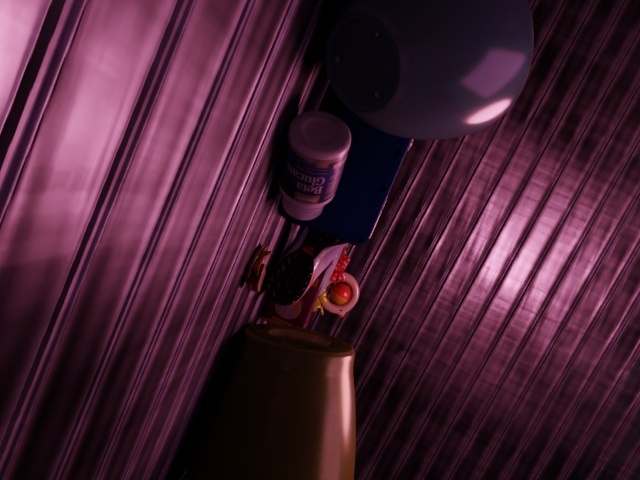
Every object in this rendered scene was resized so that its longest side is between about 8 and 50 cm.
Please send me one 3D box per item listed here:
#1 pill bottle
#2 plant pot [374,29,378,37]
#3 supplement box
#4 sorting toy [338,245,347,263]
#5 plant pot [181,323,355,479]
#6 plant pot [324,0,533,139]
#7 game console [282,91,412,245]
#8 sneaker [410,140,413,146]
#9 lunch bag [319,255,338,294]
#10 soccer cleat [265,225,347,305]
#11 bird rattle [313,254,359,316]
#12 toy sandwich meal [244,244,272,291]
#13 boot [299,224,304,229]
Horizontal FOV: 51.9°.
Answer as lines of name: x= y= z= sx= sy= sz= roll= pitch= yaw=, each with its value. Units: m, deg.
pill bottle: x=-0.014 y=-0.109 z=1.017 sx=0.169 sy=0.094 sz=0.094 roll=106 pitch=9 yaw=-52
plant pot: x=0.123 y=-0.462 z=1.125 sx=0.236 sy=0.032 sz=0.236 roll=19 pitch=90 yaw=-89
supplement box: x=-0.055 y=0.113 z=1.538 sx=0.081 sy=0.104 sz=0.188 roll=-52 pitch=164 yaw=-71
sorting toy: x=0.078 y=-0.046 z=2.296 sx=0.255 sy=0.089 sz=0.257 roll=95 pitch=19 yaw=-75
plant pot: x=-0.078 y=0.368 z=1.364 sx=0.366 sy=0.367 sz=0.352 roll=-13 pitch=114 yaw=-84
plant pot: x=0.120 y=-0.268 z=0.930 sx=0.195 sy=0.290 sz=0.290 roll=-26 pitch=148 yaw=-39
game console: x=0.064 y=-0.144 z=1.234 sx=0.250 sy=0.173 sz=0.293 roll=38 pitch=76 yaw=-85
sneaker: x=0.199 y=-0.271 z=1.861 sx=0.228 sy=0.086 sz=0.132 roll=-58 pitch=-173 yaw=40
lunch bag: x=0.005 y=0.017 z=1.709 sx=0.279 sy=0.108 sz=0.224 roll=-61 pitch=172 yaw=-48
soccer cleat: x=0.000 y=0.000 z=1.405 sx=0.318 sy=0.109 sz=0.116 roll=-51 pitch=-177 yaw=9
bird rattle: x=0.052 y=0.178 z=2.511 sx=0.253 sy=0.207 sz=0.143 roll=-57 pitch=-168 yaw=-7
toy sandwich meal: x=-0.106 y=0.049 z=1.142 sx=0.085 sy=0.029 sz=0.085 roll=23 pitch=90 yaw=-85
boot: x=0.067 y=-0.178 z=1.471 sx=0.338 sy=0.118 sz=0.222 roll=-52 pitch=-160 yaw=30
